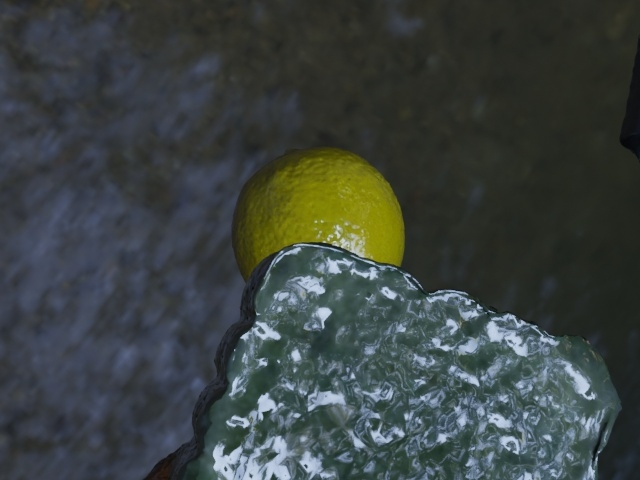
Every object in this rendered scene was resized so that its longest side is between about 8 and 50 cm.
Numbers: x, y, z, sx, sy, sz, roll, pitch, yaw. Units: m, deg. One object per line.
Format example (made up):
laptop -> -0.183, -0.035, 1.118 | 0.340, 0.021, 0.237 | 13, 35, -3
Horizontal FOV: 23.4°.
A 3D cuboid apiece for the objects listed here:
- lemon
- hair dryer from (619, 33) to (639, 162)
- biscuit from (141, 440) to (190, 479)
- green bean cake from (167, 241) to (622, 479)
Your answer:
lemon -> 0.000, 0.000, 1.597 | 0.178, 0.203, 0.178 | -18, 174, -2
hair dryer -> 0.216, -0.201, 1.097 | 0.116, 0.244, 0.302 | 87, 17, -70
biscuit -> -0.099, 0.239, 1.375 | 0.192, 0.049, 0.192 | -21, 138, -20
green bean cake -> 0.027, 0.108, 0.719 | 0.094, 0.183, 0.185 | 178, -67, -81
